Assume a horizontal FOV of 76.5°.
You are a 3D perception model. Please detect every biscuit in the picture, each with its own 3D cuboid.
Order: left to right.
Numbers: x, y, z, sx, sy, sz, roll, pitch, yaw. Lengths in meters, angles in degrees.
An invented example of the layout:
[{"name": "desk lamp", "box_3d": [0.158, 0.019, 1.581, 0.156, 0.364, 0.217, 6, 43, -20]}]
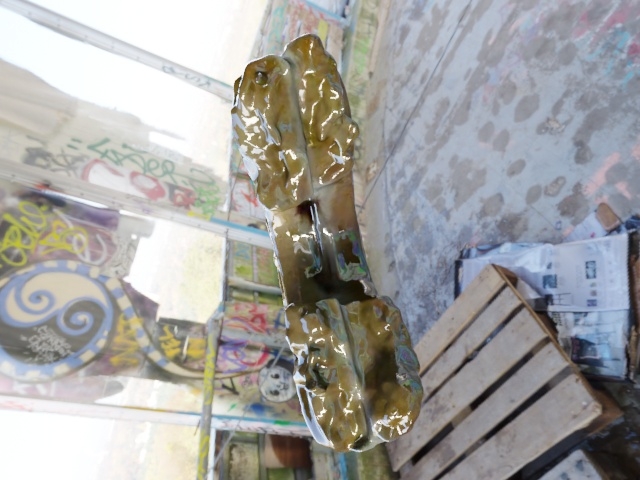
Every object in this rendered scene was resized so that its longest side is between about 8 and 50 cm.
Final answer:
[{"name": "biscuit", "box_3d": [0.001, 0.009, 0.433, 0.268, 0.115, 0.366, -164, 62, -87]}]
